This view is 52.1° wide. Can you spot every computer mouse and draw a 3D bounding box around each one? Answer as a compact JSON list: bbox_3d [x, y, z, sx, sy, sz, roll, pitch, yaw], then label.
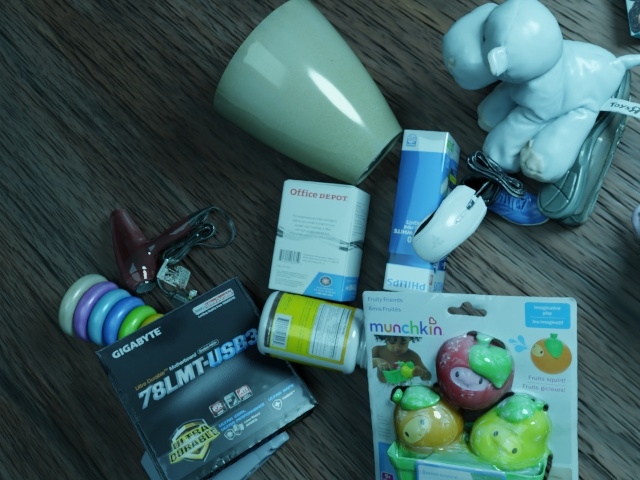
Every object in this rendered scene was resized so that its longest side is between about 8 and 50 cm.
[{"bbox_3d":[0.220,-0.043,1.002,0.106,0.042,0.193,42,85,-7],"label":"computer mouse"}]

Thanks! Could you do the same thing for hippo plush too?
[{"bbox_3d":[0.298,-0.225,0.948,0.294,0.236,0.234,14,85,52],"label":"hippo plush"}]

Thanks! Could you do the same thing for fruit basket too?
[{"bbox_3d":[0.222,0.256,1.005,0.327,0.165,0.353,1,106,24],"label":"fruit basket"}]

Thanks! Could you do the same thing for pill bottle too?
[{"bbox_3d":[0.005,0.165,1.148,0.215,0.117,0.117,12,91,9],"label":"pill bottle"}]

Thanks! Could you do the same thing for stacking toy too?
[{"bbox_3d":[-0.360,0.182,1.334,0.330,0.141,0.141,19,94,18],"label":"stacking toy"}]

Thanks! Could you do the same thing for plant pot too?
[{"bbox_3d":[0.001,-0.233,1.150,0.274,0.256,0.256,41,103,4],"label":"plant pot"}]

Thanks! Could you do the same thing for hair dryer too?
[{"bbox_3d":[-0.327,0.011,1.368,0.293,0.080,0.224,22,79,19],"label":"hair dryer"}]

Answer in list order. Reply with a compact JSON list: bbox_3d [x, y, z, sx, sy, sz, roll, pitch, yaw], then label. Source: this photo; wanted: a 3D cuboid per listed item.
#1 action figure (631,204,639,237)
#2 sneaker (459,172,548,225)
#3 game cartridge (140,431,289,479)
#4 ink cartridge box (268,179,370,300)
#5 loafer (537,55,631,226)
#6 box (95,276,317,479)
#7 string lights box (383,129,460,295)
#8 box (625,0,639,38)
[{"bbox_3d":[0.625,-0.013,0.812,0.248,0.276,0.370,42,117,-11],"label":"action figure"},{"bbox_3d":[0.297,-0.068,1.065,0.152,0.084,0.058,27,97,24],"label":"sneaker"},{"bbox_3d":[-0.216,0.398,1.282,0.294,0.060,0.196,-45,73,15],"label":"game cartridge"},{"bbox_3d":[0.000,0.000,1.195,0.148,0.086,0.203,9,89,25],"label":"ink cartridge box"},{"bbox_3d":[0.422,-0.151,1.031,0.096,0.084,0.268,24,92,56],"label":"loafer"},{"bbox_3d":[-0.206,0.258,1.192,0.295,0.073,0.293,-27,71,-20],"label":"box"},{"bbox_3d":[0.172,-0.041,1.093,0.076,0.133,0.260,7,89,21],"label":"string lights box"},{"bbox_3d":[0.557,-0.379,0.918,0.244,0.060,0.101,-19,73,55],"label":"box"}]
